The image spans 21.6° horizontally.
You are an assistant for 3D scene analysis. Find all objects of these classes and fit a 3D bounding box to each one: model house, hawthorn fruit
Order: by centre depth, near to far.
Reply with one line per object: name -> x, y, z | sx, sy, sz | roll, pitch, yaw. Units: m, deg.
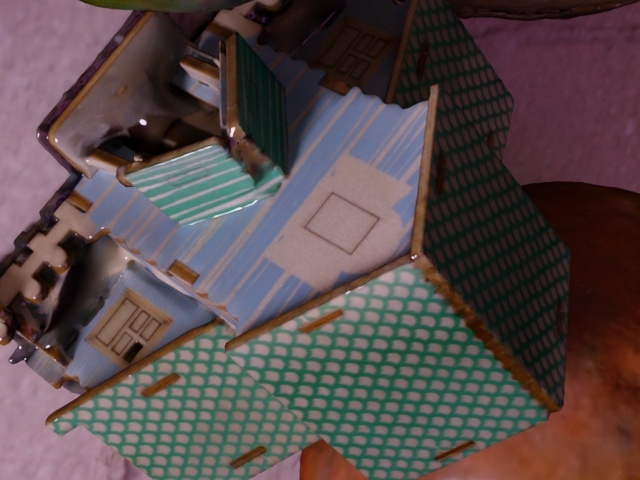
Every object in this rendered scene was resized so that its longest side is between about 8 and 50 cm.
model house -> 0.000, 0.000, 0.719 | 0.271, 0.206, 0.178 | -49, 135, -10
hawthorn fruit -> 0.150, 0.124, 0.848 | 0.277, 0.298, 0.277 | -30, 138, -32

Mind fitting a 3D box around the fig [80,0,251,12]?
fig -> -0.062, -0.209, 0.618 | 0.149, 0.149, 0.245 | -15, 109, -36

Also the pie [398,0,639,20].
pie -> 0.158, -0.176, 0.868 | 0.282, 0.068, 0.129 | -16, 123, -40
